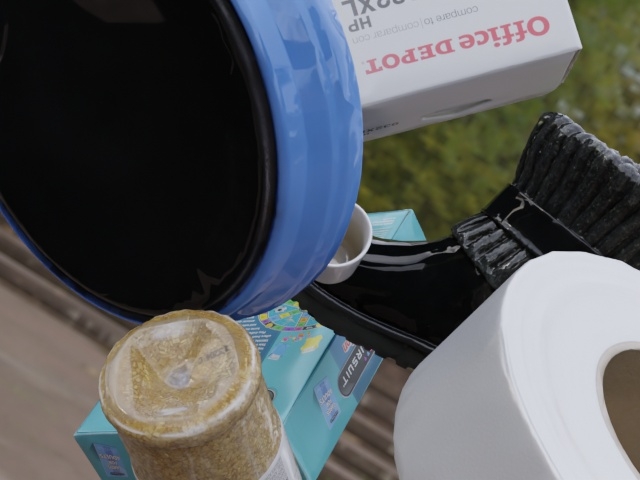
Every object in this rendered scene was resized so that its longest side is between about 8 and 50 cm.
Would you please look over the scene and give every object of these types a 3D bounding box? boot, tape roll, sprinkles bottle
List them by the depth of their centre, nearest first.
[{"bbox_3d":[0.181,0.144,0.998,0.286,0.100,0.286,28,34,-21],"label":"tape roll"},{"bbox_3d":[-0.067,0.208,1.372,0.121,0.121,0.355,28,-30,34],"label":"sprinkles bottle"},{"bbox_3d":[0.137,-0.008,1.592,0.348,0.260,0.131,29,12,21],"label":"boot"}]

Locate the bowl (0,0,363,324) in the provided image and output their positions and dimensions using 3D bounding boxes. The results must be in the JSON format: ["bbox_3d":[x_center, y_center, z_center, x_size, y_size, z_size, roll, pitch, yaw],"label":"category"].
[{"bbox_3d":[-0.141,-0.112,1.321,0.391,0.077,0.391,22,-55,34],"label":"bowl"}]

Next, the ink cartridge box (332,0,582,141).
[{"bbox_3d":[0.090,-0.274,1.665,0.129,0.223,0.307,101,-26,-79],"label":"ink cartridge box"}]

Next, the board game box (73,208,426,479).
[{"bbox_3d":[-0.060,0.109,1.813,0.254,0.336,0.079,-5,-54,34],"label":"board game box"}]

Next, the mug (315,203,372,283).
[{"bbox_3d":[0.004,0.000,1.451,0.078,0.062,0.064,48,-18,16],"label":"mug"}]
